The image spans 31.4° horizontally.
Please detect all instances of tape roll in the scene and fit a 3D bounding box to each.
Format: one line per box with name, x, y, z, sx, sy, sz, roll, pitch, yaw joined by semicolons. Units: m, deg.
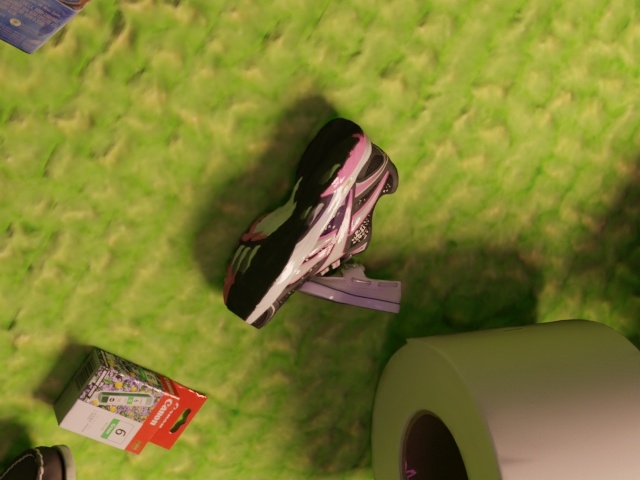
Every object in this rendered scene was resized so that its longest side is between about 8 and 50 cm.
tape roll;0.167;0.196;0.954;0.169;0.246;0.246;-4;119;-21

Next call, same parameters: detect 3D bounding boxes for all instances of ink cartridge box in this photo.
ink cartridge box;-0.148;0.136;0.912;0.115;0.029;0.063;29;103;-33

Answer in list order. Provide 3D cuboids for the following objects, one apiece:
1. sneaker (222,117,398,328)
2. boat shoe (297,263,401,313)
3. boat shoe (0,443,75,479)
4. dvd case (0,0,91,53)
sneaker;0.000;0.000;0.876;0.077;0.072;0.178;29;104;-35
boat shoe;0.024;0.035;0.932;0.100;0.035;0.035;13;85;-25
boat shoe;-0.269;0.249;0.892;0.068;0.081;0.228;21;110;-36
dvd case;-0.174;-0.202;0.618;0.180;0.022;0.253;27;145;-33
